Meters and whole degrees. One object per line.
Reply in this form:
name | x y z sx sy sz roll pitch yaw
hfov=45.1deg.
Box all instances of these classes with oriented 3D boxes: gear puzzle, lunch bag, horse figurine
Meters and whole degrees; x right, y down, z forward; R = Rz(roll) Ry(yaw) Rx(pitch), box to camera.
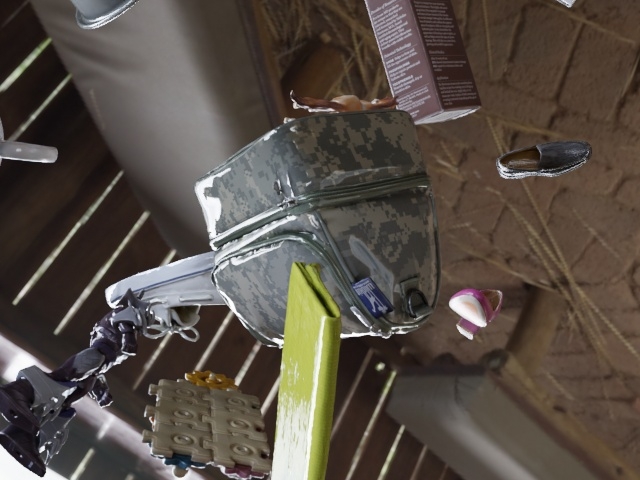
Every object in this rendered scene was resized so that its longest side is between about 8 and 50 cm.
gear puzzle | -0.170 0.260 1.131 0.175 0.044 0.339 13 -171 -12
lunch bag | 0.000 0.000 0.951 0.305 0.212 0.256 -19 86 55
horse figurine | 0.038 -0.263 1.558 0.174 0.066 0.263 0 -175 25

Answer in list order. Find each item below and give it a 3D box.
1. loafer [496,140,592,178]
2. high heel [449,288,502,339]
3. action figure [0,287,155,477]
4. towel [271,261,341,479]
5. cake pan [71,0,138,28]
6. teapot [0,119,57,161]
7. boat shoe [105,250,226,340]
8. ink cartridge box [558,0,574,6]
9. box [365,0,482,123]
loafer | 0.405 -0.147 1.399 0.170 0.062 0.061 -13 170 20
high heel | 0.308 0.108 1.443 0.082 0.117 0.244 34 168 24
action figure | -0.309 0.173 1.039 0.099 0.285 0.185 31 127 8
towel | -0.009 0.137 0.432 0.021 0.237 0.102 2 -166 -13
cake pan | -0.165 -0.340 0.755 0.293 0.293 0.054 -4 147 47
teapot | -0.542 -0.138 1.073 0.187 0.256 0.252 14 143 40
boat shoe | -0.287 0.129 1.528 0.367 0.136 0.157 -17 86 36
ink cartridge box | 0.459 -0.569 1.247 0.129 0.307 0.223 34 154 5
box | 0.251 -0.486 1.919 0.143 0.191 0.381 -15 89 44
